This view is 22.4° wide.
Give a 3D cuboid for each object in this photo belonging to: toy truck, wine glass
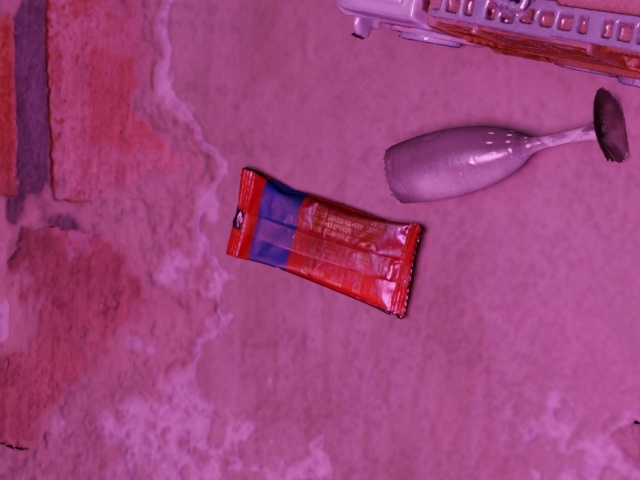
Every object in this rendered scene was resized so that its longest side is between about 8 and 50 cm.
[{"bbox_3d":[0.155,-0.199,1.228,0.305,0.162,0.136,15,99,33],"label":"toy truck"},{"bbox_3d":[0.143,-0.072,1.296,0.198,0.066,0.066,-11,84,33],"label":"wine glass"}]

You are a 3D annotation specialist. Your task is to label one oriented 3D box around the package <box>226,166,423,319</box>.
[{"bbox_3d":[0.000,0.000,1.414,0.200,0.022,0.083,20,100,33],"label":"package"}]
